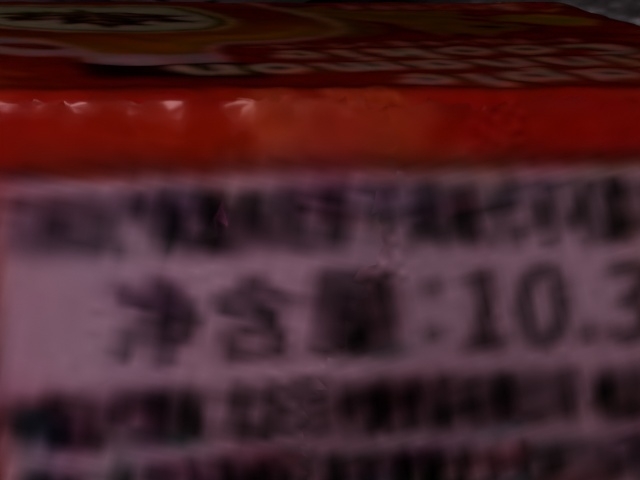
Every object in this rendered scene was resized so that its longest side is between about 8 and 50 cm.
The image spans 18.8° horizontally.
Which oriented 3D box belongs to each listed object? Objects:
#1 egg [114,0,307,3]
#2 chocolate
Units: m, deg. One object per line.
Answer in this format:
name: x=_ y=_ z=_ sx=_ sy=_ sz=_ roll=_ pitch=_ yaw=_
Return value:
egg: x=-0.037 y=-0.137 z=0.671 sx=0.164 sy=0.131 sz=0.131 roll=-25 pitch=53 yaw=5
chocolate: x=0.000 y=0.000 z=0.475 sx=0.237 sy=0.108 sz=0.235 roll=0 pitch=12 yaw=-13
